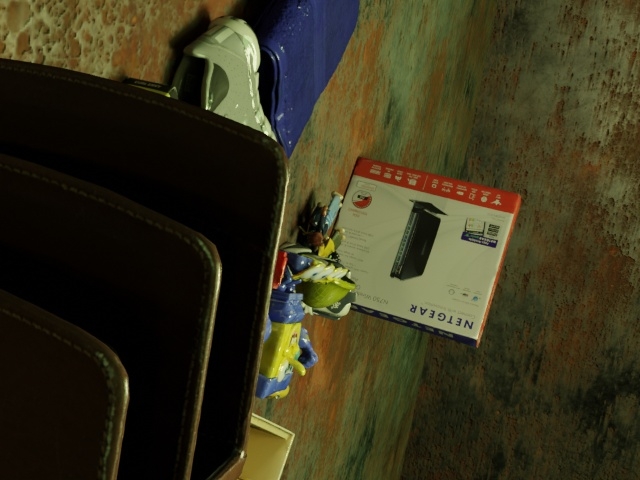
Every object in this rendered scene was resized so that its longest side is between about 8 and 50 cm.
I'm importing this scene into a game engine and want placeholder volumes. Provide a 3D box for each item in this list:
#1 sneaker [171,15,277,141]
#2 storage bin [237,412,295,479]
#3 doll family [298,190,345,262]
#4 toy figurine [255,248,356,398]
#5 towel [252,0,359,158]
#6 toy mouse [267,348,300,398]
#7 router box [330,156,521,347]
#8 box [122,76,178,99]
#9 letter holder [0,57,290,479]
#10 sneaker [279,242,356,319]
[{"bbox_3d":[-0.122,-0.131,0.895,0.132,0.086,0.228,-49,139,-45],"label":"sneaker"},{"bbox_3d":[-0.163,0.361,1.074,0.260,0.123,0.262,60,47,-66],"label":"storage bin"},{"bbox_3d":[0.000,0.000,1.379,0.111,0.076,0.193,-57,150,-36],"label":"doll family"},{"bbox_3d":[-0.083,0.113,1.010,0.362,0.191,0.217,23,84,-78],"label":"toy figurine"},{"bbox_3d":[-0.028,-0.282,1.070,0.227,0.076,0.308,91,20,-56],"label":"towel"},{"bbox_3d":[-0.067,0.222,1.408,0.161,0.031,0.143,11,93,-72],"label":"toy mouse"},{"bbox_3d":[0.192,0.017,1.534,0.082,0.336,0.301,59,48,-68],"label":"router box"},{"bbox_3d":[-0.207,-0.054,0.708,0.087,0.058,0.232,88,23,-43],"label":"box"},{"bbox_3d":[-0.190,0.012,0.410,0.152,0.302,0.214,-23,125,-68],"label":"letter holder"},{"bbox_3d":[-0.026,0.085,1.221,0.235,0.153,0.094,-38,138,-63],"label":"sneaker"}]
